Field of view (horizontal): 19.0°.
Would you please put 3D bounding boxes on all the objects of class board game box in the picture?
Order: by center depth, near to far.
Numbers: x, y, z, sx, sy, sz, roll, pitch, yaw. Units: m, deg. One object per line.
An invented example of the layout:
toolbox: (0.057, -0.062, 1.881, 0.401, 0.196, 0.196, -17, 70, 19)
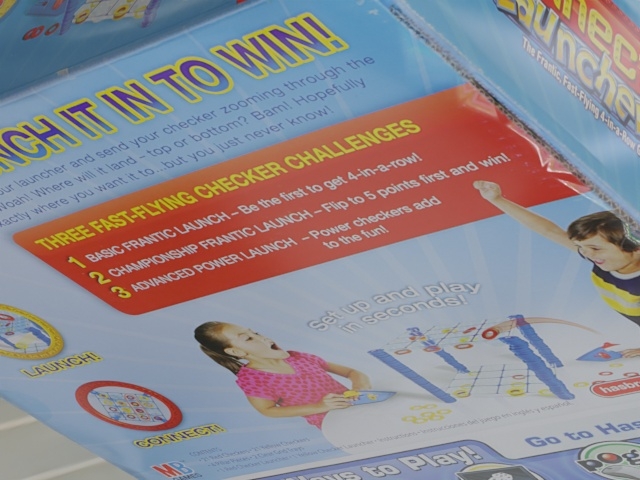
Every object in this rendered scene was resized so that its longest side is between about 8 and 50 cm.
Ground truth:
board game box: (0.000, 0.000, 0.677, 0.302, 0.308, 0.086, 37, -128, -36)
